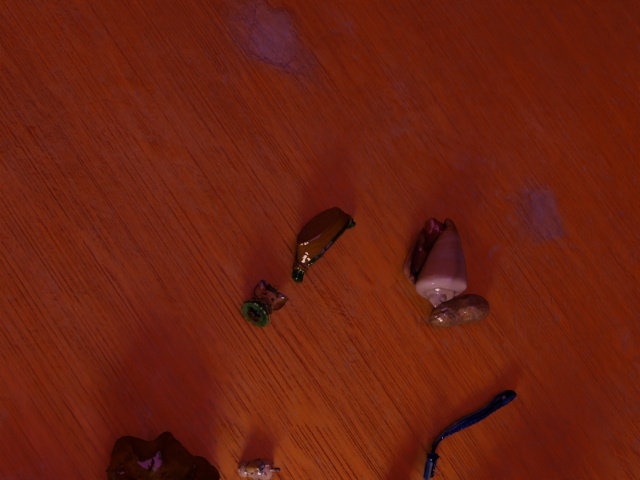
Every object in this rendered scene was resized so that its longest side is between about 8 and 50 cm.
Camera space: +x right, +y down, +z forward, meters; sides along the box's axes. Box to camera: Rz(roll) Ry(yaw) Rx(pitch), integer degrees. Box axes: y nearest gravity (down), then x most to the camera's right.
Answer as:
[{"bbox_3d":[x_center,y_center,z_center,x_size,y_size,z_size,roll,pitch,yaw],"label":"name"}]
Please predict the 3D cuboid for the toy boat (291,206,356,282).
[{"bbox_3d":[0.000,0.000,1.748,0.229,0.089,0.088,-44,131,-26],"label":"toy boat"}]

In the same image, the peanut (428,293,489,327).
[{"bbox_3d":[0.348,0.175,1.814,0.175,0.080,0.080,-10,78,-23],"label":"peanut"}]

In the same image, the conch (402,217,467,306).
[{"bbox_3d":[0.299,0.064,1.820,0.255,0.158,0.127,-66,145,-40],"label":"conch"}]

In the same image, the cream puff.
[{"bbox_3d":[-0.322,0.501,1.433,0.241,0.155,0.269,-36,95,-20],"label":"cream puff"}]

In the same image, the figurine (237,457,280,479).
[{"bbox_3d":[-0.132,0.489,1.558,0.083,0.050,0.047,3,68,-20],"label":"figurine"}]

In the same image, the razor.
[{"bbox_3d":[0.354,0.445,1.753,0.324,0.093,0.056,-31,51,-29],"label":"razor"}]

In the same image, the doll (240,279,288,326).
[{"bbox_3d":[-0.132,0.148,1.667,0.078,0.076,0.113,36,32,2],"label":"doll"}]
